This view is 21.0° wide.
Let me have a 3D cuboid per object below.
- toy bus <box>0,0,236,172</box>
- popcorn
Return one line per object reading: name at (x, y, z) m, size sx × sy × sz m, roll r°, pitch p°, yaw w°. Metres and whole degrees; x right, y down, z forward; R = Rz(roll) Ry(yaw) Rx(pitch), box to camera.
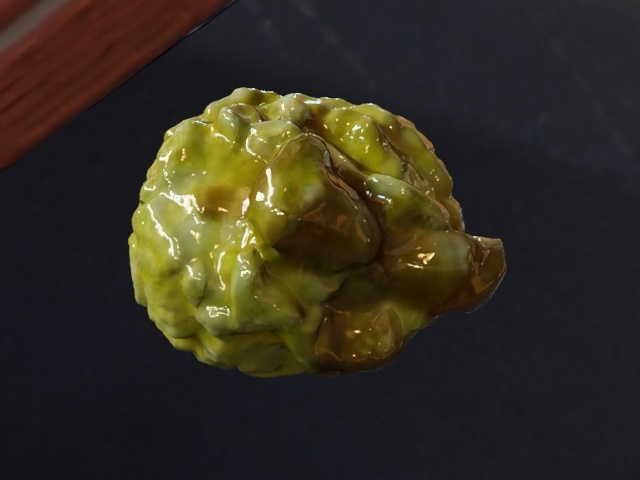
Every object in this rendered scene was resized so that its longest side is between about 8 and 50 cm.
toy bus at (-0.127, -0.131, 0.401) m, size 0.233 × 0.427 × 0.203 m, roll 45°, pitch 14°, yaw -43°
popcorn at (0.000, 0.000, 1.227) m, size 0.251 × 0.206 × 0.237 m, roll 9°, pitch 3°, yaw 28°
